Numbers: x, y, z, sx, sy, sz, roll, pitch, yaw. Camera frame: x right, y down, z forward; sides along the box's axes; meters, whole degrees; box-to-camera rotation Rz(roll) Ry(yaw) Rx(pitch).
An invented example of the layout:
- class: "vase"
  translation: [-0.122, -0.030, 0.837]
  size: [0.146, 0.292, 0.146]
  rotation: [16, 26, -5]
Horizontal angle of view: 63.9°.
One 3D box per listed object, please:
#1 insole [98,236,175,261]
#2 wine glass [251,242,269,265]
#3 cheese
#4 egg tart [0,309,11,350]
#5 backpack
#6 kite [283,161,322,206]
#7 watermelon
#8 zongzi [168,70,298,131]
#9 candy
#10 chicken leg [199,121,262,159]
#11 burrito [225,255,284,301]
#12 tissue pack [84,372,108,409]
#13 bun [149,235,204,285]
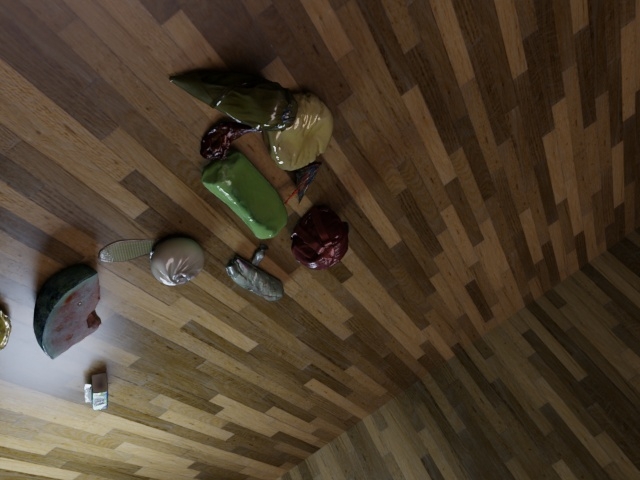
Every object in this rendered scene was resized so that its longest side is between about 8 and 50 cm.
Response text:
- class: "insole"
  translation: [-0.560, 0.026, 1.609]
  size: [0.253, 0.005, 0.086]
  rotation: [-9, 134, -24]
- class: "wine glass"
  translation: [-0.216, 0.051, 1.814]
  size: [0.039, 0.042, 0.083]
  rotation: [27, 119, -12]
- class: "cheese"
  translation: [-0.062, -0.318, 1.503]
  size: [0.214, 0.117, 0.226]
  rotation: [-27, 144, -12]
- class: "egg tart"
  translation: [-1.067, 0.292, 1.476]
  size: [0.315, 0.120, 0.314]
  rotation: [-16, 135, -17]
- class: "backpack"
  translation: [0.001, 0.002, 1.763]
  size: [0.229, 0.229, 0.139]
  rotation: [-35, 135, 3]
- class: "kite"
  translation: [-0.054, -0.182, 1.663]
  size: [0.189, 0.009, 0.232]
  rotation: [-48, 165, -14]
- class: "watermelon"
  translation: [-0.773, 0.200, 1.587]
  size: [0.318, 0.148, 0.226]
  rotation: [-59, 151, 9]
- class: "zongzi"
  translation: [-0.212, -0.355, 1.271]
  size: [0.275, 0.251, 0.125]
  rotation: [6, 109, -33]
- class: "candy"
  translation: [-0.222, -0.135, 1.576]
  size: [0.343, 0.132, 0.142]
  rotation: [53, 52, -50]
- class: "chicken leg"
  translation: [-0.252, -0.286, 1.421]
  size: [0.205, 0.093, 0.053]
  rotation: [-33, 167, 25]
- class: "burrito"
  translation: [-0.238, 0.148, 1.874]
  size: [0.096, 0.066, 0.309]
  rotation: [-43, 138, 5]
- class: "tissue pack"
  translation: [-0.831, 0.563, 1.904]
  size: [0.079, 0.085, 0.111]
  rotation: [-3, 132, -27]
- class: "bun"
  translation: [-0.450, 0.079, 1.634]
  size: [0.173, 0.119, 0.172]
  rotation: [-18, 144, -14]
